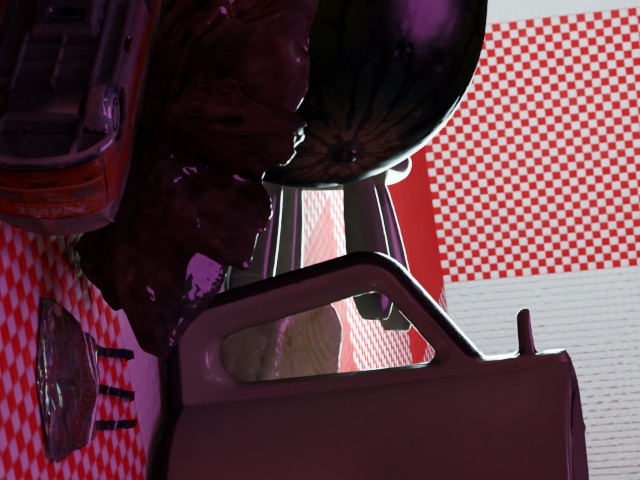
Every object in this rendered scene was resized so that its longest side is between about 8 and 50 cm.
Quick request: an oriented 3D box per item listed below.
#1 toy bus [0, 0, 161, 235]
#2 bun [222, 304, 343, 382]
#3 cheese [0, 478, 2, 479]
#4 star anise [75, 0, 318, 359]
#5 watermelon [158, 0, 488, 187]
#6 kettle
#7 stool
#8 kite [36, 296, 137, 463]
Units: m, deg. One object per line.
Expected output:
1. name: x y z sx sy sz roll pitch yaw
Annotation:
1. toy bus: -0.184 -0.116 1.410 0.120 0.121 0.265 87 6 -46
2. bun: -0.053 0.126 1.944 0.183 0.102 0.183 -34 130 -55
3. cheese: -0.229 0.224 0.998 0.265 0.124 0.242 69 15 -55
4. star anise: -0.104 -0.070 1.505 0.331 0.117 0.331 -53 -157 36
5. watermelon: -0.007 -0.226 1.791 0.363 0.363 0.363 -5 90 -79
6. kettle: 0.048 0.190 1.739 0.250 0.377 0.361 -13 98 -79
7. stool: 0.000 0.000 2.098 0.195 0.195 0.198 29 61 -77
8. kite: -0.184 0.113 1.546 0.229 0.016 0.127 19 69 -77
